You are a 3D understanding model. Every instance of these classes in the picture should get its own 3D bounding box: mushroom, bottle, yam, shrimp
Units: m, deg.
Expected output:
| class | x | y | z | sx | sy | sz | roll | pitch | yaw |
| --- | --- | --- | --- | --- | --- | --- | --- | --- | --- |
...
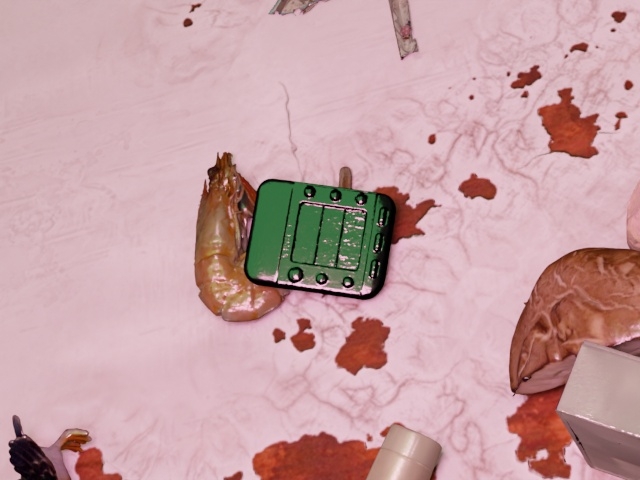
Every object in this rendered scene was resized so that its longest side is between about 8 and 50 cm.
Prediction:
| class | x | y | z | sx | sy | sz | roll | pitch | yaw |
| --- | --- | --- | --- | --- | --- | --- | --- | --- | --- |
| mushroom | 0.326 | 0.082 | 1.634 | 0.286 | 0.156 | 0.151 | -25 | 62 | 42 |
| bottle | 0.076 | 0.326 | 1.689 | 0.072 | 0.072 | 0.201 | 18 | 73 | 27 |
| yam | 0.033 | -0.048 | 1.918 | 0.021 | 0.021 | 0.116 | -6 | 64 | 18 |
| shrimp | -0.109 | -0.012 | 1.935 | 0.145 | 0.061 | 0.267 | -14 | 58 | 4 |

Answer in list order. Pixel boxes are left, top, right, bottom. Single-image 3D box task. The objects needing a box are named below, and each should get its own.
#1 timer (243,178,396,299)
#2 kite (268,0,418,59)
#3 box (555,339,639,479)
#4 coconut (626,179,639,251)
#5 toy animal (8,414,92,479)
| class | x | y | z | sx | sy | sz | roll | pitch | yaw |
| --- | --- | --- | --- | --- | --- | --- | --- | --- | --- |
| timer | 0.000 | 0.000 | 1.863 | 0.187 | 0.055 | 0.144 | 8 | 79 | 8 |
| kite | 0.105 | -0.423 | 2.078 | 0.406 | 0.014 | 0.368 | -16 | 60 | 13 |
| box | 0.354 | 0.204 | 1.551 | 0.129 | 0.225 | 0.086 | 17 | 72 | 27 |
| coconut | 0.450 | -0.022 | 1.654 | 0.194 | 0.194 | 0.194 | -9 | 63 | 17 |
| toy animal | -0.344 | 0.316 | 1.831 | 0.197 | 0.272 | 0.160 | 20 | 49 | -10 |
